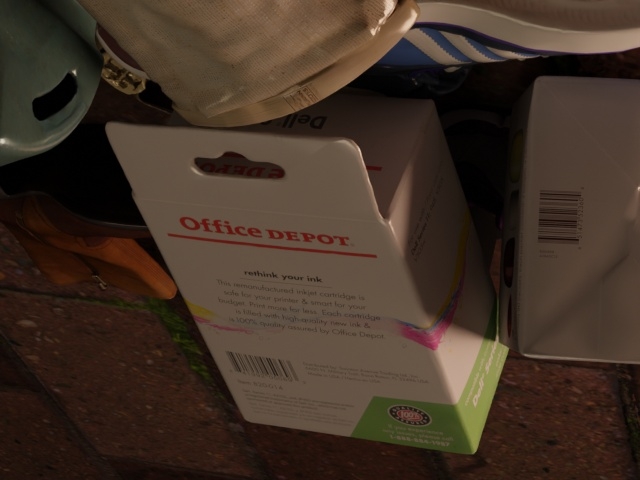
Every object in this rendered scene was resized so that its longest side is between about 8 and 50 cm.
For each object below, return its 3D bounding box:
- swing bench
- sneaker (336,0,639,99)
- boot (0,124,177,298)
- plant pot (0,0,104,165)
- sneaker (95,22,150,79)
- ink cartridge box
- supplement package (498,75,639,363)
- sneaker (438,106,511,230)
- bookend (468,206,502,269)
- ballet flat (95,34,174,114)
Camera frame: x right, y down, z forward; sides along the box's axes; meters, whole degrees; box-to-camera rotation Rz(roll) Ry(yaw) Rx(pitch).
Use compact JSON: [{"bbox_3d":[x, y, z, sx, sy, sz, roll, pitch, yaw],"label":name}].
[{"bbox_3d":[-0.050,-0.237,1.142,0.165,0.255,0.253,-2,150,32],"label":"swing bench"},{"bbox_3d":[0.114,-0.169,1.382,0.323,0.130,0.236,-1,171,5],"label":"sneaker"},{"bbox_3d":[-0.202,0.000,1.902,0.264,0.096,0.280,4,154,21],"label":"boot"},{"bbox_3d":[-0.328,-0.147,1.167,0.334,0.341,0.341,-10,146,24],"label":"plant pot"},{"bbox_3d":[-0.143,-0.213,1.357,0.281,0.106,0.162,39,165,-32],"label":"sneaker"},{"bbox_3d":[0.000,0.000,1.466,0.207,0.119,0.353,6,142,24],"label":"ink cartridge box"},{"bbox_3d":[0.212,-0.011,1.435,0.149,0.194,0.203,3,178,1],"label":"supplement package"},{"bbox_3d":[0.189,-0.044,1.587,0.223,0.098,0.083,4,153,22],"label":"sneaker"},{"bbox_3d":[0.082,0.023,1.718,0.072,0.156,0.157,-3,150,34],"label":"bookend"},{"bbox_3d":[-0.082,-0.108,1.655,0.250,0.058,0.084,26,152,-21],"label":"ballet flat"}]
